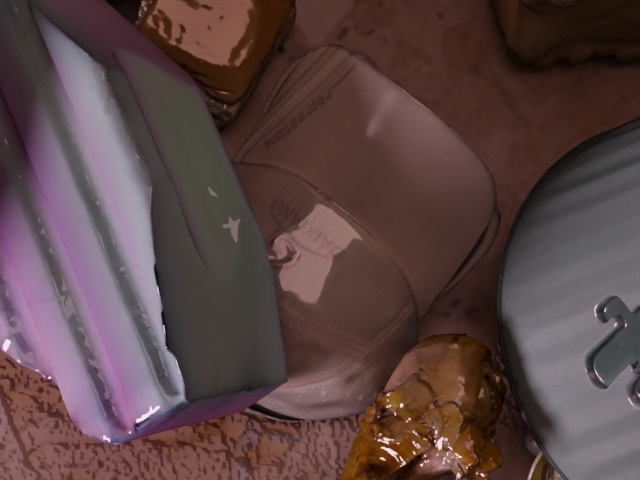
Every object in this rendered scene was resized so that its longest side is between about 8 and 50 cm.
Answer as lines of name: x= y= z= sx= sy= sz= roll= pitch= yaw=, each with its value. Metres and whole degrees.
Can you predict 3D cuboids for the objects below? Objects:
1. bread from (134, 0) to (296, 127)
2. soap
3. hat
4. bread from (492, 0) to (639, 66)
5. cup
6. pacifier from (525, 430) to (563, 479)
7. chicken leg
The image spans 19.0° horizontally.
bread: x=-0.080 y=-0.160 z=1.396 sx=0.106 sy=0.082 sz=0.125 roll=27 pitch=66 yaw=11
soap: x=-0.151 y=-0.020 z=1.273 sx=0.109 sy=0.193 sz=0.323 roll=-2 pitch=62 yaw=-50
hat: x=0.000 y=0.000 z=1.290 sx=0.219 sy=0.226 sz=0.164 roll=39 pitch=50 yaw=11
bread: x=0.297 y=-0.342 z=1.407 sx=0.371 sy=0.279 sz=0.390 roll=-1 pitch=68 yaw=-9
cup: x=0.345 y=0.063 z=1.193 sx=0.310 sy=0.392 sz=0.401 roll=-28 pitch=87 yaw=-25
pacifier: x=0.167 y=0.154 z=1.329 sx=0.083 sy=0.068 sz=0.064 roll=-16 pitch=36 yaw=-31
chicken leg: x=0.054 y=0.158 z=1.279 sx=0.101 sy=0.085 sz=0.207 roll=38 pitch=88 yaw=27
